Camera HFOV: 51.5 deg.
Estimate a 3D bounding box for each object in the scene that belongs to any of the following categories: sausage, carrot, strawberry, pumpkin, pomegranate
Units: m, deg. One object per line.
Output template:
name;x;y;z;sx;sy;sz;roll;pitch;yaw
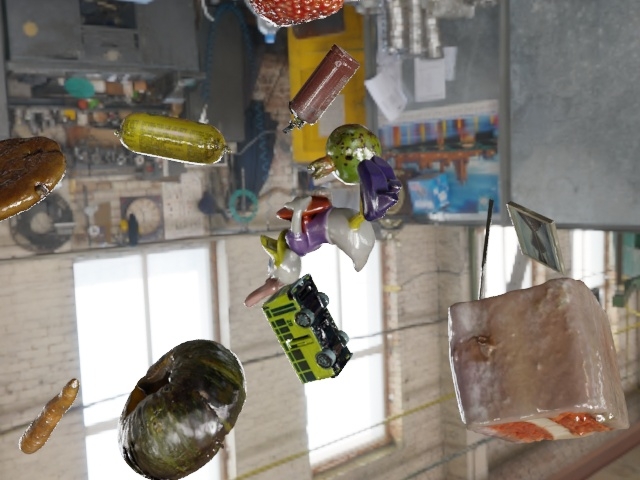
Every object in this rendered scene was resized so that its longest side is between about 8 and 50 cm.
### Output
sausage;-0.425;-0.295;1.917;0.347;0.123;0.123;11;-173;3
carrot;-0.392;0.254;0.966;0.035;0.165;0.036;34;-161;-14
strawberry;-0.092;-0.728;2.026;0.280;0.150;0.253;8;-175;-30
pumpkin;-0.298;0.361;1.428;0.192;0.320;0.320;42;170;-19
pomegranate;0.065;-0.219;1.731;0.205;0.159;0.159;-25;-168;-15

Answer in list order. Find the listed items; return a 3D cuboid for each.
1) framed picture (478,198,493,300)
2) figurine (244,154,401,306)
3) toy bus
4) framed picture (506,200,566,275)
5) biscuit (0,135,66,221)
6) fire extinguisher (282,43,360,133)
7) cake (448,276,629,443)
framed picture;0.409;0.102;1.681;0.014;0.339;0.255;6;-135;15
figurine;0.001;-0.006;1.360;0.420;0.193;0.154;-27;-177;31
toy bus;-0.039;0.233;1.743;0.150;0.262;0.128;-21;-169;32
framed picture;0.573;-0.005;1.758;0.015;0.203;0.150;-40;-140;-13
biscuit;-0.487;-0.094;0.994;0.212;0.036;0.212;-7;-139;6
fire extinguisher;-0.010;-0.405;1.825;0.104;0.269;0.105;37;-163;-13
cake;0.384;0.222;1.156;0.237;0.230;0.309;-16;154;29
